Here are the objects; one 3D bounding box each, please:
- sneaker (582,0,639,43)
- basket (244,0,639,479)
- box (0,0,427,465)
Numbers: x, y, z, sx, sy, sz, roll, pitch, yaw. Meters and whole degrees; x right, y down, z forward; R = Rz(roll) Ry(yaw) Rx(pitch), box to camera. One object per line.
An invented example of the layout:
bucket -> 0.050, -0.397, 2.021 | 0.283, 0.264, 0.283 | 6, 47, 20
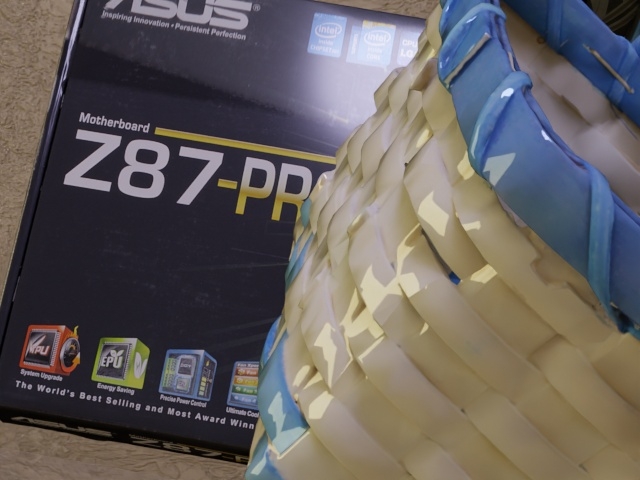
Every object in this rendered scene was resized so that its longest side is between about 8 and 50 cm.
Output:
sneaker -> 0.193, -0.191, 0.920 | 0.067, 0.078, 0.188 | -79, 6, -46
basket -> 0.120, -0.019, 0.457 | 0.289, 0.201, 0.254 | -48, 12, 25
box -> 0.000, 0.000, 1.000 | 0.097, 0.395, 0.318 | 95, -174, -73
